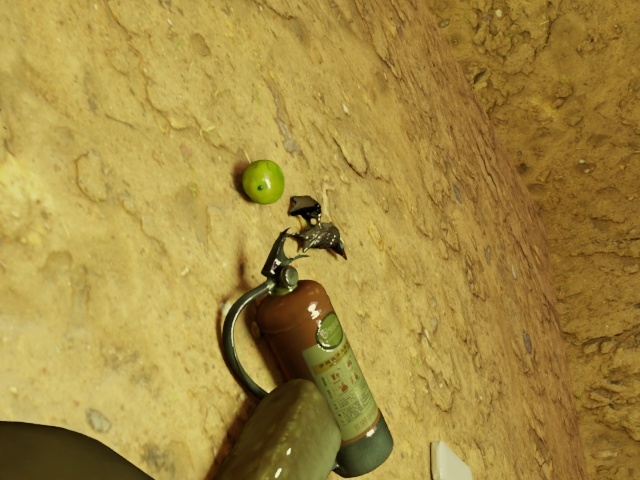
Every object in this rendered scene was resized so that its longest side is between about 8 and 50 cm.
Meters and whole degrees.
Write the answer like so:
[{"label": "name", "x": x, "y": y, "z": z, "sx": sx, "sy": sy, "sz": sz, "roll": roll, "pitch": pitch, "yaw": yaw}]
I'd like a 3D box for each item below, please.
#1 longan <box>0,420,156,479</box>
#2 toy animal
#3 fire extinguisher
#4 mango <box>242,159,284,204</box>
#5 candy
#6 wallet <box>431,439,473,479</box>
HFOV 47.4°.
[{"label": "longan", "x": -0.214, "y": 0.289, "z": 0.379, "sx": 0.404, "sy": 0.336, "sz": 0.404, "roll": 17, "pitch": 90, "yaw": -83}, {"label": "toy animal", "x": -0.001, "y": -0.011, "z": 1.304, "sx": 0.202, "sy": 0.070, "sz": 0.105, "roll": 39, "pitch": 55, "yaw": -53}, {"label": "fire extinguisher", "x": -0.019, "y": 0.184, "z": 1.070, "sx": 0.376, "sy": 0.113, "sz": 0.200, "roll": 67, "pitch": 27, "yaw": -13}, {"label": "mango", "x": -0.087, "y": -0.095, "z": 1.169, "sx": 0.108, "sy": 0.056, "sz": 0.073, "roll": -39, "pitch": 116, "yaw": -66}, {"label": "candy", "x": -0.058, "y": 0.288, "z": 0.922, "sx": 0.104, "sy": 0.102, "sz": 0.234, "roll": 62, "pitch": 33, "yaw": -23}, {"label": "wallet", "x": 0.286, "y": 0.506, "z": 1.576, "sx": 0.190, "sy": 0.033, "sz": 0.095, "roll": 47, "pitch": 37, "yaw": -41}]
